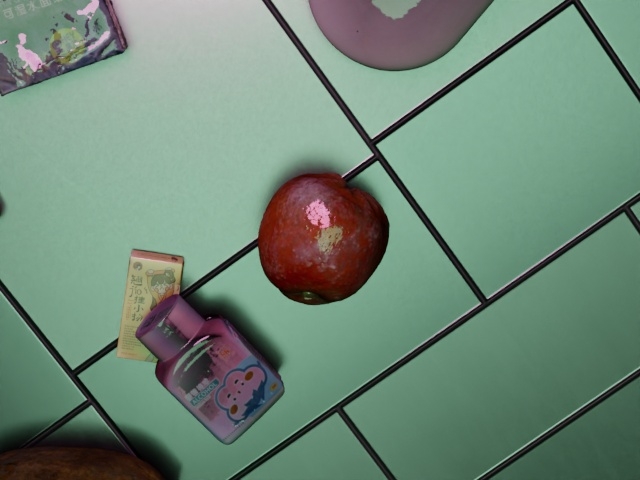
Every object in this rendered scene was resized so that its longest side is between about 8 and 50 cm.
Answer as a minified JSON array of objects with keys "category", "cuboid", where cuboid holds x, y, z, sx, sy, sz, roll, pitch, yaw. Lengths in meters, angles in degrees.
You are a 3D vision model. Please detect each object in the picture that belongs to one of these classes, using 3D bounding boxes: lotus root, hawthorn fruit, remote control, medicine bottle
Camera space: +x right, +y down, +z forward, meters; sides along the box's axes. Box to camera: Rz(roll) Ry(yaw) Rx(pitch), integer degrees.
[{"category":"lotus root","cuboid":[-0.329,0.355,1.903,0.275,0.152,0.160,4,93,-4]},{"category":"hawthorn fruit","cuboid":[0.000,0.000,1.834,0.173,0.173,0.172,0,102,-1]},{"category":"remote control","cuboid":[0.128,-0.365,1.790,0.221,0.103,0.332,40,98,-3]},{"category":"medicine bottle","cuboid":[-0.150,0.161,1.885,0.119,0.094,0.188,-43,106,-1]}]

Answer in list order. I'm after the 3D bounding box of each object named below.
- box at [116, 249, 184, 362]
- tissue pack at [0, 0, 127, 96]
[{"category":"box","cuboid":[-0.227,0.090,1.917,0.073,0.020,0.149,8,101,-3]},{"category":"tissue pack","cuboid":[-0.359,-0.319,1.802,0.173,0.073,0.235,-18,102,1]}]
